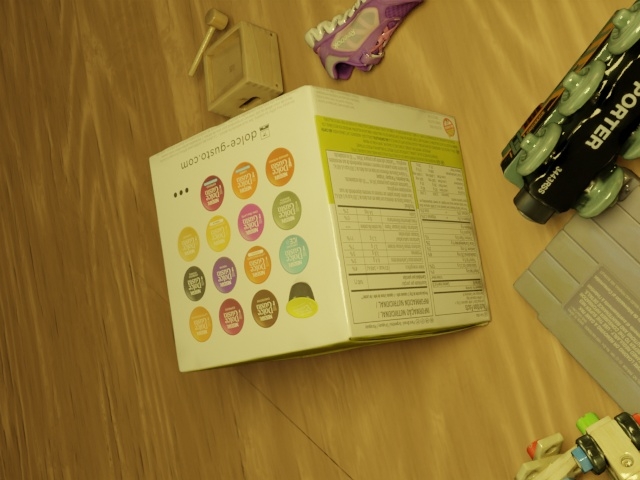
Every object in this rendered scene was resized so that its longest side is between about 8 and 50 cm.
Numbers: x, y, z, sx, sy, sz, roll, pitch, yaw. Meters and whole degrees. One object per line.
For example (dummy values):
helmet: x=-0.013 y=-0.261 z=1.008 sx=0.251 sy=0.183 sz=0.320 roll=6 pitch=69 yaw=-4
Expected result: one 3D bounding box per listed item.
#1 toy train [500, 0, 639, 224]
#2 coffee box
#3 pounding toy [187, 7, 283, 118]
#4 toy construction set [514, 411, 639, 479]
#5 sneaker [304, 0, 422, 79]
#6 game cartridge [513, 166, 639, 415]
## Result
toy train: x=0.353 y=-0.173 z=1.023 sx=0.142 sy=0.190 sz=0.334 roll=32 pitch=111 yaw=-7
coffee box: x=0.000 y=0.000 z=1.222 sx=0.338 sy=0.338 sz=0.334 roll=-16 pitch=79 yaw=40
pounding toy: x=-0.163 y=-0.337 z=1.544 sx=0.181 sy=0.094 sz=0.206 roll=-27 pitch=62 yaw=43
toy construction set: x=0.385 y=0.332 z=0.996 sx=0.151 sy=0.215 sz=0.328 roll=-41 pitch=49 yaw=-9
sneaker: x=0.080 y=-0.334 z=1.331 sx=0.236 sy=0.095 sz=0.104 roll=-23 pitch=81 yaw=44
game cartridge: x=0.431 y=0.105 z=1.029 sx=0.355 sy=0.068 sz=0.230 roll=52 pitch=124 yaw=29
